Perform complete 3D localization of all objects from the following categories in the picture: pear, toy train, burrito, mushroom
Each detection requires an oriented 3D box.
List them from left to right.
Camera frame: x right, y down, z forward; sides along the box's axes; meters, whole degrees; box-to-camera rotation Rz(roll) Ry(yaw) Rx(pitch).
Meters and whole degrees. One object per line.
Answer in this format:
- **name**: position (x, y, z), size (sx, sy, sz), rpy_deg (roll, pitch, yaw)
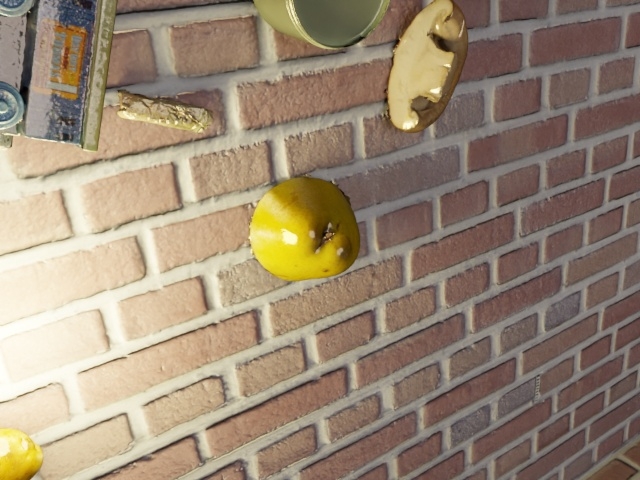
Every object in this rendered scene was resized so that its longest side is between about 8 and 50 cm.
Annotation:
- **toy train**: position (-0.429, -0.283, 0.901), size (0.202, 0.131, 0.299), rpy_deg (2, 106, -41)
- **burrito**: position (-0.279, -0.231, 1.062), size (0.171, 0.042, 0.051), rpy_deg (5, 114, -32)
- **pear**: position (-0.002, 0.001, 1.240), size (0.267, 0.178, 0.267), rpy_deg (-13, 117, -27)
- **mushroom**: position (0.255, -0.375, 1.298), size (0.151, 0.156, 0.285), rpy_deg (-5, 121, -44)

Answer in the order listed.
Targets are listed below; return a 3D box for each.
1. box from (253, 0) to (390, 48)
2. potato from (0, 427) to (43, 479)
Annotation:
- **box**: position (0.004, -0.475, 1.069), size (0.226, 0.149, 0.226), rpy_deg (-19, 126, -28)
- **potato**: position (-0.658, 0.456, 0.990), size (0.369, 0.176, 0.195), rpy_deg (-35, 95, -23)
